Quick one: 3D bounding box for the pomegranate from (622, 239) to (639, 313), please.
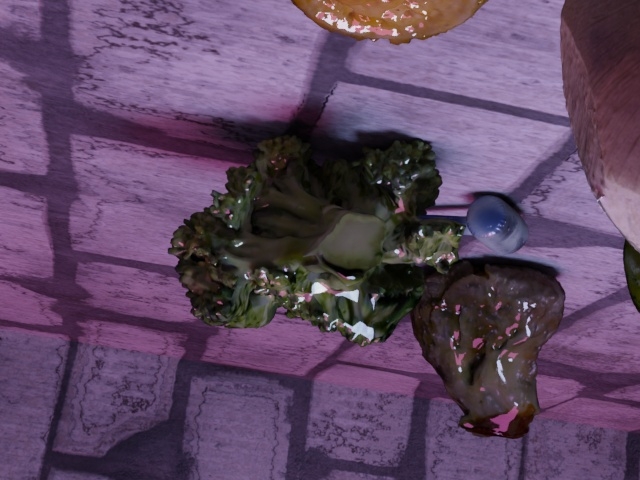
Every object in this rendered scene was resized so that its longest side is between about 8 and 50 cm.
[{"bbox_3d":[0.550,0.022,1.655,0.276,0.222,0.204,-25,155,-5],"label":"pomegranate"}]

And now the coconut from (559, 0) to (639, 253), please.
[{"bbox_3d":[0.361,-0.119,0.973,0.346,0.346,0.360,0,170,24],"label":"coconut"}]

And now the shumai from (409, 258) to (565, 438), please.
[{"bbox_3d":[0.281,0.197,2.181,0.217,0.283,0.346,17,164,-34],"label":"shumai"}]

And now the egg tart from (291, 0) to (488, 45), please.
[{"bbox_3d":[0.063,-0.254,1.062,0.288,0.118,0.288,3,162,1],"label":"egg tart"}]

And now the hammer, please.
[{"bbox_3d":[0.209,-0.025,1.853,0.194,0.069,0.116,3,165,32],"label":"hammer"}]

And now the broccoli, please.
[{"bbox_3d":[0.008,-0.004,1.656,0.338,0.277,0.317,14,171,-43],"label":"broccoli"}]
